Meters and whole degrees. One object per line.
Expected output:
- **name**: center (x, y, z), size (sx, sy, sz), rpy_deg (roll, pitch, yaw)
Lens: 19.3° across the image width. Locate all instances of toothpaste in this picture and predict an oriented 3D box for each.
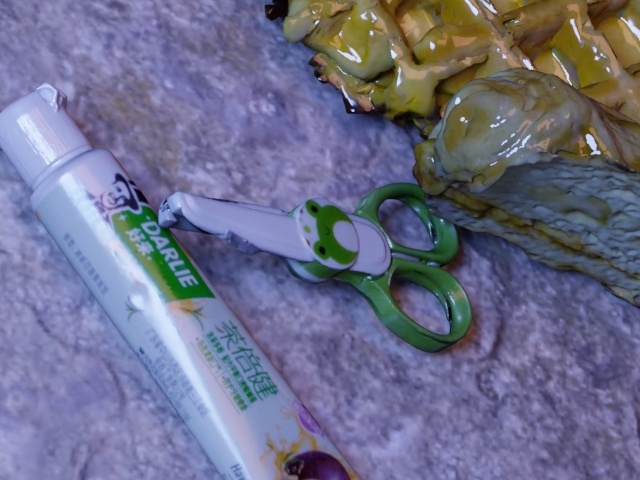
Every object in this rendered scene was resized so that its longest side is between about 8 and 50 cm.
- **toothpaste**: center (-0.066, 0.056, 0.973), size (0.058, 0.056, 0.314), rpy_deg (-38, 84, -1)

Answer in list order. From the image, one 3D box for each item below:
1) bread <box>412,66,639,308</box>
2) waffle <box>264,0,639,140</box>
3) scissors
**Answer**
- **bread**: center (0.164, -0.029, 1.077), size (0.232, 0.128, 0.088), rpy_deg (22, 64, -24)
- **waffle**: center (0.125, -0.206, 1.209), size (0.382, 0.095, 0.379), rpy_deg (16, 58, -16)
- **scissors**: center (0.000, 0.000, 1.025), size (0.204, 0.027, 0.101), rpy_deg (15, 53, -38)
